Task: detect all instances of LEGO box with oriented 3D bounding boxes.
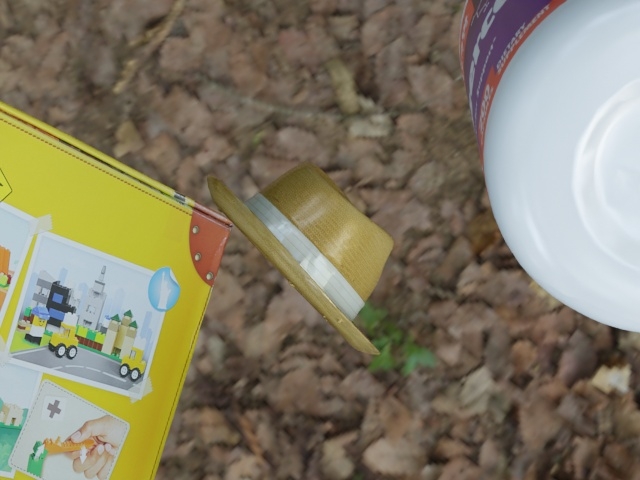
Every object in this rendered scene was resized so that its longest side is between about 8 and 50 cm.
[{"bbox_3d":[-0.345,0.067,1.334,0.193,0.500,0.372,8,76,40],"label":"LEGO box"}]

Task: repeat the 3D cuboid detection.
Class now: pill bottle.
[{"bbox_3d":[0.170,-0.089,0.854,0.182,0.323,0.181,0,111,1],"label":"pill bottle"}]

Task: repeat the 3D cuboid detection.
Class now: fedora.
[{"bbox_3d":[0.000,0.000,1.157,0.079,0.194,0.194,-44,87,-2],"label":"fedora"}]
